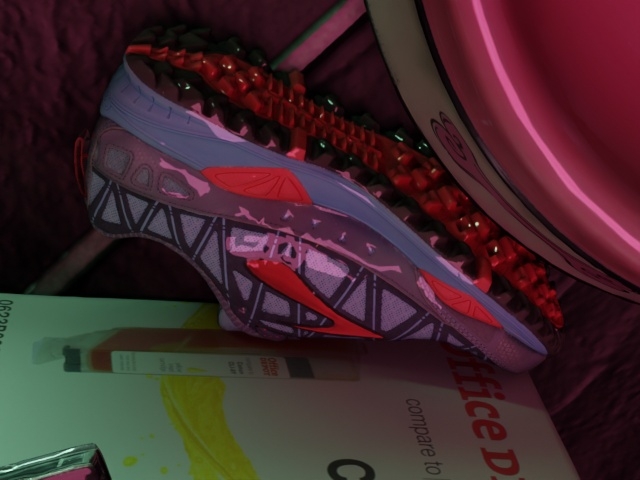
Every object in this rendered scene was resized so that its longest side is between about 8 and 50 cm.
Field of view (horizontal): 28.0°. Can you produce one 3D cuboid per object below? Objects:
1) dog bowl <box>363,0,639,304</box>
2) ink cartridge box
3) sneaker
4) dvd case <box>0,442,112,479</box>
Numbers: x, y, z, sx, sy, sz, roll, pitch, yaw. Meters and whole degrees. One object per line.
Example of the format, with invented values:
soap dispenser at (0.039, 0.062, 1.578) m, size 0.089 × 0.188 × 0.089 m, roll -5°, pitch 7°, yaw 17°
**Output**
dog bowl at (0.211, -0.139, 0.497) m, size 0.407 × 0.150 × 0.408 m, roll 1°, pitch 104°, yaw 3°
ink cartridge box at (-0.074, 0.156, 0.606) m, size 0.384 × 0.279 × 0.161 m, roll 3°, pitch 115°, yaw -8°
sneaker at (0.000, 0.000, 0.647) m, size 0.261 × 0.104 × 0.125 m, roll 31°, pitch 122°, yaw -11°
dvd case at (-0.123, 0.183, 0.448) m, size 0.164 × 0.018 × 0.221 m, roll -15°, pitch 114°, yaw 0°
